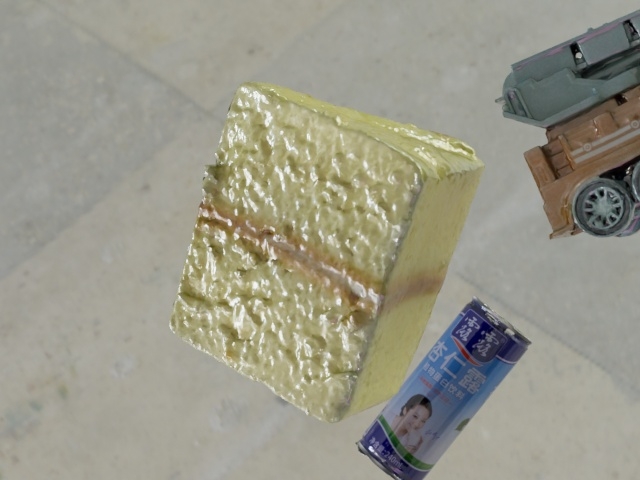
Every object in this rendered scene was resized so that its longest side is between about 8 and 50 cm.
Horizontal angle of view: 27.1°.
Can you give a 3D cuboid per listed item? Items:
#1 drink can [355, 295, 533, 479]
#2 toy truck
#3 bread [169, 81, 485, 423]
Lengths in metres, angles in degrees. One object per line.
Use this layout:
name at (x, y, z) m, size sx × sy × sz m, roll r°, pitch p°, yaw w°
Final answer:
drink can at (0.150, 0.186, 1.618) m, size 0.235 × 0.097 × 0.097 m, roll -51°, pitch 51°, yaw 3°
toy truck at (0.333, -0.135, 1.158) m, size 0.338 × 0.133 × 0.184 m, roll -27°, pitch 83°, yaw 19°
bread at (0.000, 0.000, 1.265) m, size 0.236 × 0.198 × 0.264 m, roll 23°, pitch 102°, yaw 24°
